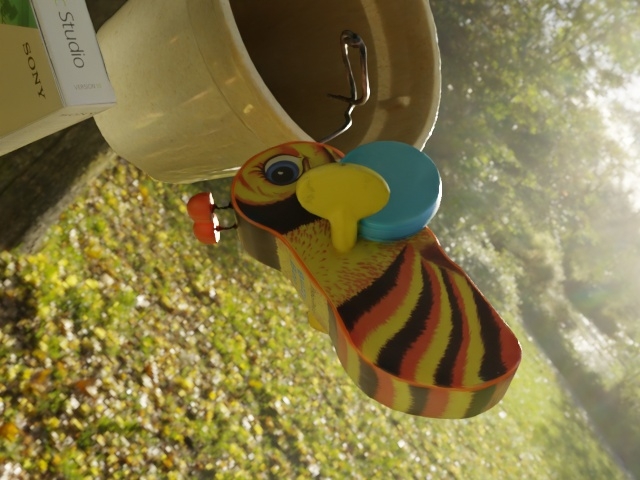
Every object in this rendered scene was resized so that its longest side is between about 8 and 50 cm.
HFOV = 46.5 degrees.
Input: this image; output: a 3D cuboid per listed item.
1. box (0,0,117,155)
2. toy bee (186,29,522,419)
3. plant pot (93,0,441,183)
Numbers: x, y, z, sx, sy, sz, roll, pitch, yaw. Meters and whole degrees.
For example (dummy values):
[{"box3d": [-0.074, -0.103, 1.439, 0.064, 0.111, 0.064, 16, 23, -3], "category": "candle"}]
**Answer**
[{"box3d": [-0.324, -0.180, 0.629, 0.058, 0.322, 0.232, -23, 98, -55], "category": "box"}, {"box3d": [0.000, 0.000, 0.514, 0.298, 0.162, 0.195, -119, -166, -53], "category": "toy bee"}, {"box3d": [-0.087, -0.199, 0.824, 0.334, 0.306, 0.333, 16, 68, -45], "category": "plant pot"}]
